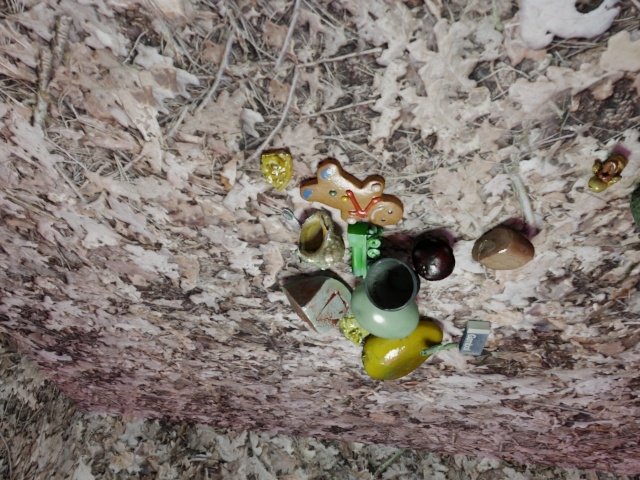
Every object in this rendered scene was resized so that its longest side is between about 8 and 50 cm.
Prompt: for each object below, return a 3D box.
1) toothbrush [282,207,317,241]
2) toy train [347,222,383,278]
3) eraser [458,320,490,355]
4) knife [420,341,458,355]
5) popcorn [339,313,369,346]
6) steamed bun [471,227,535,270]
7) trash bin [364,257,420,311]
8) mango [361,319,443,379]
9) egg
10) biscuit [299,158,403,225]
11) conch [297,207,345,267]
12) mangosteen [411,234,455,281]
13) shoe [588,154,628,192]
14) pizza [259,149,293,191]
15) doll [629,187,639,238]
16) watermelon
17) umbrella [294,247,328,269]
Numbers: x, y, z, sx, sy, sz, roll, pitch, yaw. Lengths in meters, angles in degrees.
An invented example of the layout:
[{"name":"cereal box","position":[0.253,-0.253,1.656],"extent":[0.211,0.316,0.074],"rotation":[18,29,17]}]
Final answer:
[{"name":"toothbrush","position":[-0.034,-0.015,1.585],"extent":[0.024,0.026,0.288],"rotation":[-19,133,32]},{"name":"toy train","position":[0.151,0.041,1.581],"extent":[0.119,0.085,0.251],"rotation":[6,138,11]},{"name":"eraser","position":[0.641,0.407,1.945],"extent":[0.092,0.046,0.212],"rotation":[3,139,6]},{"name":"knife","position":[0.482,0.428,1.870],"extent":[0.293,0.020,0.043],"rotation":[1,124,-45]},{"name":"popcorn","position":[0.147,0.331,1.870],"extent":[0.135,0.162,0.141],"rotation":[-16,118,8]},{"name":"steamed bun","position":[0.580,0.030,1.480],"extent":[0.145,0.106,0.175],"rotation":[20,152,-22]},{"name":"trash bin","position":[0.257,0.143,1.547],"extent":[0.175,0.175,0.161],"rotation":[-18,169,28]},{"name":"mango","position":[0.337,0.449,1.930],"extent":[0.365,0.182,0.253],"rotation":[-27,134,19]},{"name":"egg","position":[0.238,0.255,1.715],"extent":[0.282,0.203,0.203],"rotation":[32,134,-22]},{"name":"biscuit","position":[0.111,-0.125,1.420],"extent":[0.324,0.049,0.205],"rotation":[24,136,-20]},{"name":"conch","position":[0.000,0.000,1.517],"extent":[0.155,0.130,0.207],"rotation":[-20,121,-20]},{"name":"mangosteen","position":[0.376,0.056,1.523],"extent":[0.152,0.152,0.152],"rotation":[5,139,4]},{"name":"shoe","position":[0.752,-0.178,1.231],"extent":[0.069,0.072,0.109],"rotation":[-15,159,-35]},{"name":"pizza","position":[-0.132,-0.205,1.372],"extent":[0.099,0.036,0.160],"rotation":[14,139,-7]},{"name":"doll","position":[0.986,-0.092,1.164],"extent":[0.349,0.247,0.247],"rotation":[-17,134,37]},{"name":"watermelon","position":[-0.028,0.255,1.766],"extent":[0.261,0.201,0.213],"rotation":[-10,128,26]},{"name":"umbrella","position":[-0.029,0.059,1.645],"extent":[0.143,0.062,0.067],"rotation":[20,104,-28]}]
